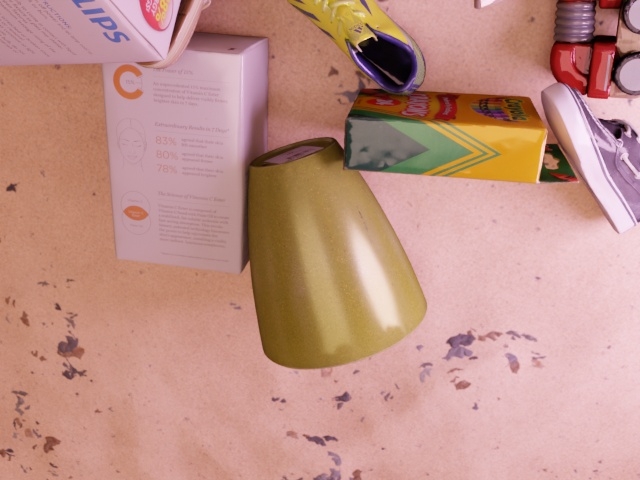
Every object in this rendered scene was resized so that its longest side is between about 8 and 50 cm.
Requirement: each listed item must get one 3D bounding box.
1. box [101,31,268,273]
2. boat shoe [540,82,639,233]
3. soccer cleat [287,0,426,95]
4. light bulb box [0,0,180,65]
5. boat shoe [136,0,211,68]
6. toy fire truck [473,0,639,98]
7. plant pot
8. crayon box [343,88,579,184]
[{"bbox_3d":[-0.205,-0.145,1.117,0.214,0.168,0.346,7,115,7],"label":"box"},{"bbox_3d":[0.419,-0.130,1.017,0.102,0.108,0.301,-34,124,16],"label":"boat shoe"},{"bbox_3d":[0.041,-0.323,1.021,0.289,0.121,0.093,40,114,-8],"label":"soccer cleat"},{"bbox_3d":[-0.360,-0.427,0.874,0.360,0.225,0.358,3,71,19],"label":"light bulb box"},{"bbox_3d":[-0.186,-0.362,0.976,0.109,0.098,0.303,4,73,19],"label":"boat shoe"},{"bbox_3d":[0.345,-0.310,0.971,0.246,0.158,0.217,8,115,20],"label":"toy fire truck"},{"bbox_3d":[0.000,0.000,1.088,0.274,0.275,0.294,-11,109,14],"label":"plant pot"},{"bbox_3d":[0.202,-0.157,1.022,0.318,0.202,0.081,5,114,7],"label":"crayon box"}]
